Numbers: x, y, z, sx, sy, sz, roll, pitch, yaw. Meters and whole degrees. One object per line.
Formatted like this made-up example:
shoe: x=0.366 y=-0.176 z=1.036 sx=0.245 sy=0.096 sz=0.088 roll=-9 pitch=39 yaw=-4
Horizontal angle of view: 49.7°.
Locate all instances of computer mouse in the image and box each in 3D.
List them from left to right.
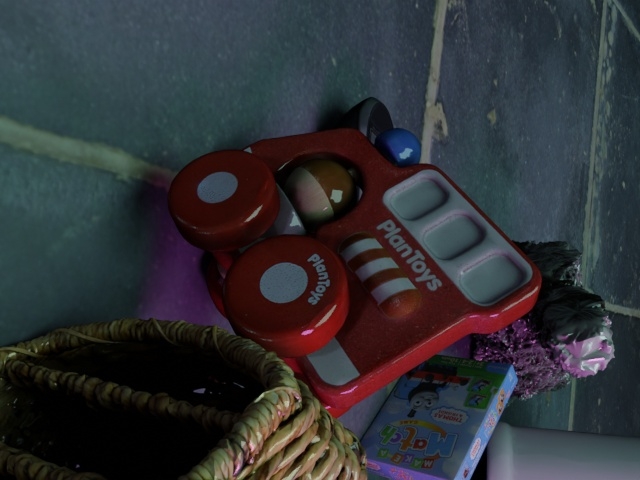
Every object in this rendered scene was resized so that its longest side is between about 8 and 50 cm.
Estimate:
computer mouse: x=0.038 y=-0.047 z=0.855 sx=0.188 sy=0.072 sz=0.273 roll=35 pitch=57 yaw=-57

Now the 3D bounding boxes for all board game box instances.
board game box: x=0.164 y=0.250 z=0.976 sx=0.211 sy=0.160 sz=0.039 roll=-49 pitch=127 yaw=-39

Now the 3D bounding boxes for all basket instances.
basket: x=-0.146 y=0.137 z=0.465 sx=0.223 sy=0.299 sz=0.214 roll=49 pitch=55 yaw=-41

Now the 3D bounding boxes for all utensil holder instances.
utensil holder: x=0.462 y=0.472 z=1.109 sx=0.327 sy=0.385 sz=0.328 roll=2 pitch=90 yaw=-76

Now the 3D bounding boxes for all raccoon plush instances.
raccoon plush: x=0.323 y=0.194 z=1.076 sx=0.446 sy=0.216 sz=0.299 roll=-60 pitch=139 yaw=-68

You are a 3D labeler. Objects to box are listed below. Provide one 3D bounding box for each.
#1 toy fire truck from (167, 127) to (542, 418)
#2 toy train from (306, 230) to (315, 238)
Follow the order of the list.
toy fire truck: x=0.018 y=0.003 z=0.648 sx=0.253 sy=0.302 sz=0.169 roll=-28 pitch=143 yaw=-11
toy train: x=0.000 y=0.000 z=0.862 sx=0.036 sy=0.027 sz=0.158 roll=-58 pitch=133 yaw=-27
